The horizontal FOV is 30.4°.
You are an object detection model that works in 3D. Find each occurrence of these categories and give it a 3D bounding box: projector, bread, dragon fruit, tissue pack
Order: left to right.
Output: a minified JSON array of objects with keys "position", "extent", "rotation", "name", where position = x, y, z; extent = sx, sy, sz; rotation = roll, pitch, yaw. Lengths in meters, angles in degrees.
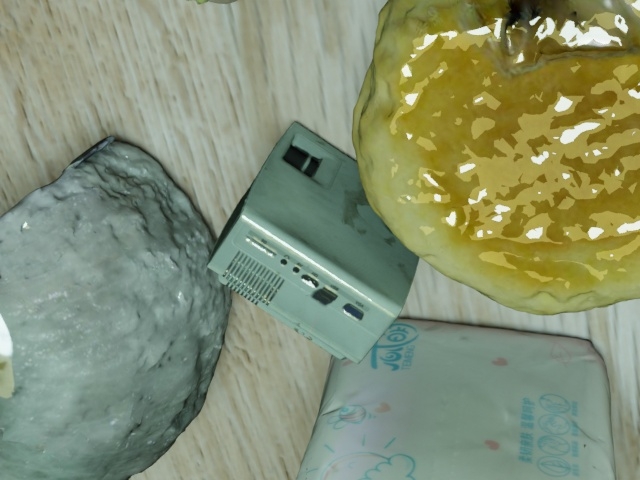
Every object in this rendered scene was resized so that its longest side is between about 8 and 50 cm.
[{"position":[-0.197,0.095,0.794],"extent":[0.283,0.221,0.204],"rotation":[-34,99,21],"name":"dragon fruit"},{"position":[0.000,0.000,0.743],"extent":[0.115,0.147,0.061],"rotation":[34,117,-6],"name":"projector"},{"position":[0.086,0.165,0.736],"extent":[0.201,0.271,0.124],"rotation":[8,116,7],"name":"tissue pack"},{"position":[0.139,-0.079,0.687],"extent":[0.244,0.134,0.244],"rotation":[4,113,8],"name":"bread"}]

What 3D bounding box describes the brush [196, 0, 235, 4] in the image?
[{"position":[-0.182,-0.229,0.718],"extent":[0.313,0.067,0.072],"rotation":[27,119,0],"name":"brush"}]
